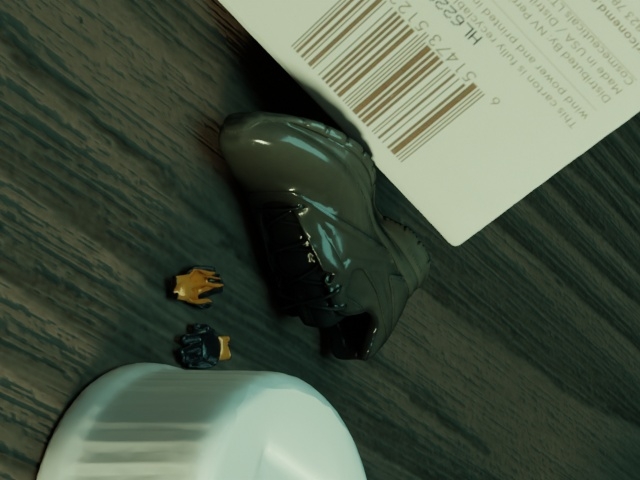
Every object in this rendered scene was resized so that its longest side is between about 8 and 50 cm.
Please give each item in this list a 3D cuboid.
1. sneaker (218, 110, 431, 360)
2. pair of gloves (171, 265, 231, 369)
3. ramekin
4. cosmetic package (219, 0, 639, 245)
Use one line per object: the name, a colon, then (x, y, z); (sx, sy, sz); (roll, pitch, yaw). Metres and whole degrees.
sneaker: (0.000, 0.000, 1.378); (0.286, 0.109, 0.130); (48, 54, -39)
pair of gloves: (-0.096, 0.062, 1.284); (0.074, 0.010, 0.083); (-5, 91, -61)
ramekin: (-0.073, 0.223, 1.167); (0.277, 0.135, 0.277); (20, 66, -57)
cosmetic package: (0.176, -0.278, 1.410); (0.329, 0.327, 0.394); (45, 39, -6)
